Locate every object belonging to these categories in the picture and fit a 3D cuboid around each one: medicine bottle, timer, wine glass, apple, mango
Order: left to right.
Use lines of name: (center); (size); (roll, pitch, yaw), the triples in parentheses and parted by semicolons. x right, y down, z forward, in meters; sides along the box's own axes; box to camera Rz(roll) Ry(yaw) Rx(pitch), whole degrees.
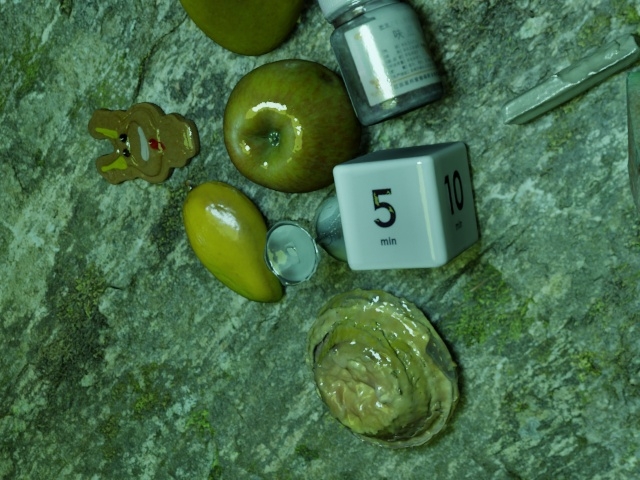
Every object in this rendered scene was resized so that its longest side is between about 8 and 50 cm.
mango: (-0.184, 0.001, 1.932); (0.176, 0.119, 0.317); (-28, 98, 30)
mango: (-0.128, -0.515, 1.647); (0.301, 0.220, 0.445); (-3, 146, 0)
apple: (-0.059, -0.209, 1.720); (0.264, 0.264, 0.264); (9, 108, 28)
wine glass: (0.000, 0.000, 1.750); (0.156, 0.232, 0.156); (8, 107, 28)
medicine bottle: (0.102, -0.354, 1.632); (0.165, 0.165, 0.273); (-17, 95, 32)
timer: (0.157, -0.064, 1.664); (0.194, 0.192, 0.195); (-2, 103, 31)

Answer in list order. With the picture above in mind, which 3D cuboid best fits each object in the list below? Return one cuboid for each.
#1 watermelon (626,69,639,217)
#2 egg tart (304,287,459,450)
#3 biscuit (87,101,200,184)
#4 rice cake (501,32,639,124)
watermelon: (0.588, -0.137, 1.403); (0.264, 0.302, 0.151); (-4, 139, 30)
egg tart: (0.104, 0.269, 1.822); (0.352, 0.150, 0.352); (11, 112, 30)
biscuit: (-0.394, -0.215, 2.030); (0.295, 0.044, 0.186); (-6, 103, 31)
rice cake: (0.418, -0.265, 1.537); (0.256, 0.057, 0.052); (-29, 90, 33)
